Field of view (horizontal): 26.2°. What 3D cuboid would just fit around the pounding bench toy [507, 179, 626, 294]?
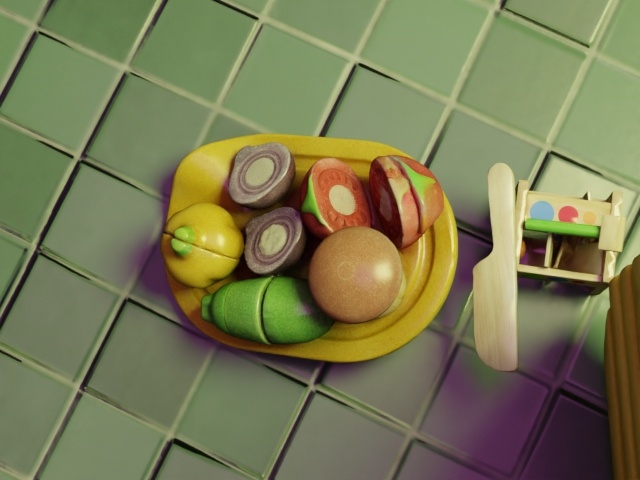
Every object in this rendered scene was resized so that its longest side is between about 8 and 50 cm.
[{"bbox_3d":[0.131,-0.004,0.763,0.065,0.083,0.052,8,81,4],"label":"pounding bench toy"}]

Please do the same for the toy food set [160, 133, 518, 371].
[{"bbox_3d":[0.000,0.000,0.750,0.218,0.071,0.128,5,83,20],"label":"toy food set"}]

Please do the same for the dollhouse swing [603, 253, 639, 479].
[{"bbox_3d":[0.071,0.187,0.600,0.315,0.347,0.305,-19,81,0],"label":"dollhouse swing"}]
